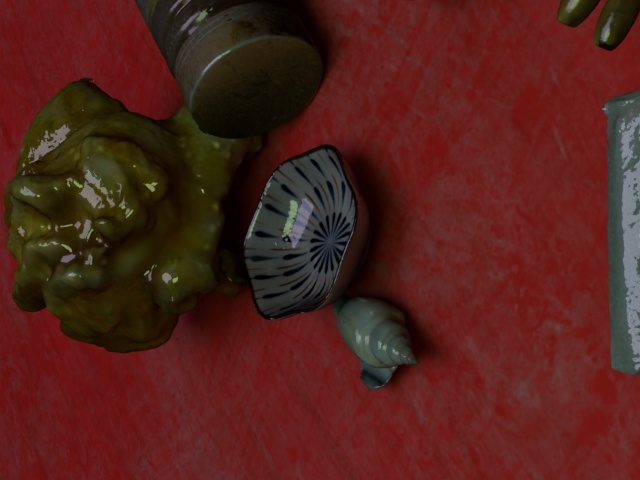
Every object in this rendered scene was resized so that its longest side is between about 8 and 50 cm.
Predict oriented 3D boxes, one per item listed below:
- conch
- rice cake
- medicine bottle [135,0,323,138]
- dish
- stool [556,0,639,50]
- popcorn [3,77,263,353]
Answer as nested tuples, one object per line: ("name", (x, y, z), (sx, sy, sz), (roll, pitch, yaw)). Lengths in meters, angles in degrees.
("conch", (0.058, 0.098, 1.467), (0.088, 0.065, 0.180), (64, 167, -23))
("rice cake", (0.283, -0.012, 1.190), (0.127, 0.043, 0.237), (-6, 85, 51))
("medicine bottle", (-0.127, -0.278, 1.637), (0.151, 0.151, 0.322), (-55, 49, 36))
("dish", (0.000, 0.000, 1.522), (0.190, 0.066, 0.191), (-25, 57, 45))
("stool", (0.262, -0.197, 1.159), (0.134, 0.135, 0.111), (30, 107, 25))
("popcorn", (-0.238, -0.034, 1.676), (0.321, 0.290, 0.326), (-34, 82, 44))
